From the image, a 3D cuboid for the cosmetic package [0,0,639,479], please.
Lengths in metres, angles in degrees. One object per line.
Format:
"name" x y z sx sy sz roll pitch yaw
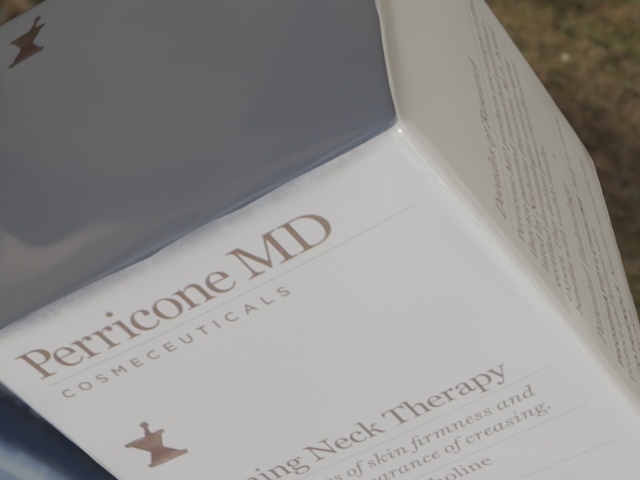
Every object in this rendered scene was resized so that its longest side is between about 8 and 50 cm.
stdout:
"cosmetic package" 0.000 0.000 1.278 0.394 0.329 0.327 47 -155 -39
